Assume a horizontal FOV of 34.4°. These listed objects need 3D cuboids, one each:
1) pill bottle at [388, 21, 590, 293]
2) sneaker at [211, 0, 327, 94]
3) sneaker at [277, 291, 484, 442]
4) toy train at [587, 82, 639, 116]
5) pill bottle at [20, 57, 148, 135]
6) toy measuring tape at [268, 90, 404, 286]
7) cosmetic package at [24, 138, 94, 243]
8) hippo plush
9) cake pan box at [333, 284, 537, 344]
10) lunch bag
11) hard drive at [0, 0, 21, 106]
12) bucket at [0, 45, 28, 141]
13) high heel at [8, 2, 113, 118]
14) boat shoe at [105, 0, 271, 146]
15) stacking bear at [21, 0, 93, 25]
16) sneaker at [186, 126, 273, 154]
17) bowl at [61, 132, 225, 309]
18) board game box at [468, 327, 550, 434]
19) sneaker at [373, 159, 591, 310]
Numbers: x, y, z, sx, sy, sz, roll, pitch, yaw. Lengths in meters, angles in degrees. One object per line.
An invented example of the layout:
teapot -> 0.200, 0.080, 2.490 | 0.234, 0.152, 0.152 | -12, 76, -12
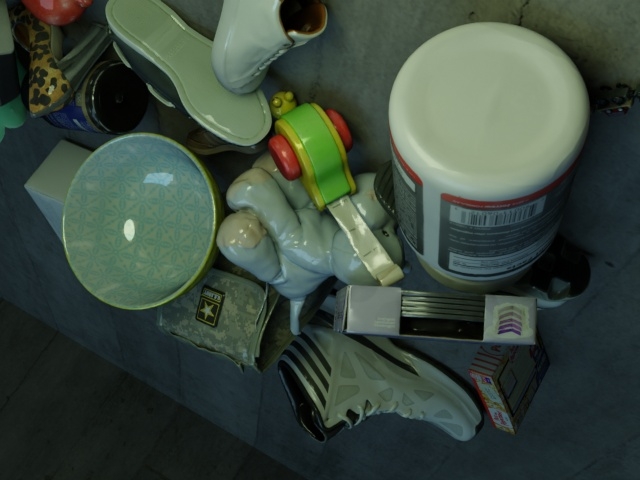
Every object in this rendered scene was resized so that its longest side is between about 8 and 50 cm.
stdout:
pill bottle -> 0.190, -0.076, 1.223 | 0.210, 0.210, 0.363 | 26, 163, 15
sneaker -> -0.063, -0.260, 1.319 | 0.123, 0.106, 0.290 | 32, 155, 7
sneaker -> 0.100, 0.324, 2.047 | 0.447, 0.257, 0.169 | 37, 156, -10
toy train -> 0.327, -0.155, 1.150 | 0.036, 0.027, 0.158 | 34, 158, -31
pill bottle -> -0.403, -0.245, 1.740 | 0.219, 0.123, 0.123 | 10, 148, 39
toy measuring tape -> 0.017, -0.086, 1.449 | 0.330, 0.121, 0.121 | 58, 163, 19
cosmetic package -> -0.445, -0.062, 2.119 | 0.225, 0.138, 0.224 | 21, 154, 21
hippo plush -> 0.000, 0.000, 1.558 | 0.237, 0.294, 0.234 | 1, 175, 34
cake pan box -> 0.145, 0.104, 1.399 | 0.246, 0.070, 0.267 | 2, 175, -1
lunch bag -> -0.135, 0.080, 1.835 | 0.235, 0.287, 0.169 | 18, 152, 32
hard drive -> -0.510, -0.351, 1.583 | 0.172, 0.054, 0.254 | 115, 140, -64
bucket -> -0.652, -0.271, 1.821 | 0.281, 0.281, 0.183 | 8, 138, 43
high heel -> -0.476, -0.289, 1.665 | 0.261, 0.186, 0.093 | 17, 153, 32
boat shoe -> -0.189, -0.240, 1.500 | 0.302, 0.114, 0.091 | 48, 161, 9
stacking bear -> -0.443, -0.415, 1.441 | 0.289, 0.164, 0.175 | 35, 156, -17
sneaker -> -0.151, -0.181, 1.653 | 0.188, 0.066, 0.071 | 4, 125, 42
bowl -> -0.271, -0.029, 1.738 | 0.289, 0.289, 0.156 | 23, -174, 20
board game box -> 0.315, 0.209, 1.708 | 0.045, 0.146, 0.193 | 15, 150, 33
sneaker -> 0.208, 0.009, 1.485 | 0.330, 0.122, 0.146 | 33, 154, 0
